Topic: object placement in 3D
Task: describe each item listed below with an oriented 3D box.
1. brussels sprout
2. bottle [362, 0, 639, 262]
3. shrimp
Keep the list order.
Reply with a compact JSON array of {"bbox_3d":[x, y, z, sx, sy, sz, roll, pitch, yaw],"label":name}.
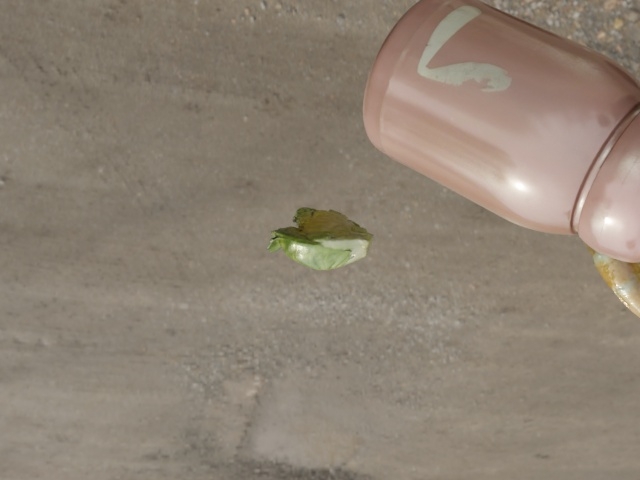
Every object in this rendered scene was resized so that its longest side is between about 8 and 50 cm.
[{"bbox_3d":[0.001,0.003,1.409,0.181,0.139,0.100,18,109,19],"label":"brussels sprout"},{"bbox_3d":[0.202,-0.113,0.734,0.173,0.297,0.206,-19,135,-47],"label":"bottle"},{"bbox_3d":[0.553,-0.044,1.516,0.272,0.445,0.085,-24,169,-48],"label":"shrimp"}]
